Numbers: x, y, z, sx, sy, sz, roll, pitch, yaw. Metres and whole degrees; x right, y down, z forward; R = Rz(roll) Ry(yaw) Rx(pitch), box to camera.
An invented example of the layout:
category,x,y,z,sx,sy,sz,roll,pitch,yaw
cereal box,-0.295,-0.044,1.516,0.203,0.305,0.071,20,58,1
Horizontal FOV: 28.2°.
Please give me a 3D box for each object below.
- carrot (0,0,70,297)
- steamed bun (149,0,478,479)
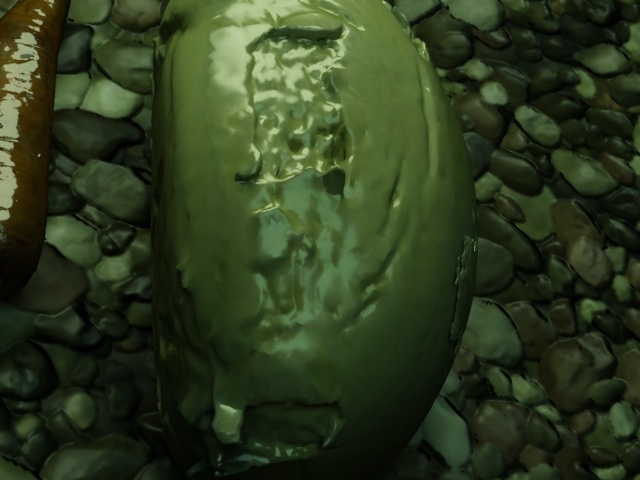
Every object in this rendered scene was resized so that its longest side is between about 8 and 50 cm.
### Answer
category,x,y,z,sx,sy,sz,roll,pitch,yaw
carrot,-0.175,-0.073,0.730,0.059,0.059,0.247,9,54,-12
steamed bun,0.000,0.000,0.632,0.166,0.232,0.272,0,61,-11
